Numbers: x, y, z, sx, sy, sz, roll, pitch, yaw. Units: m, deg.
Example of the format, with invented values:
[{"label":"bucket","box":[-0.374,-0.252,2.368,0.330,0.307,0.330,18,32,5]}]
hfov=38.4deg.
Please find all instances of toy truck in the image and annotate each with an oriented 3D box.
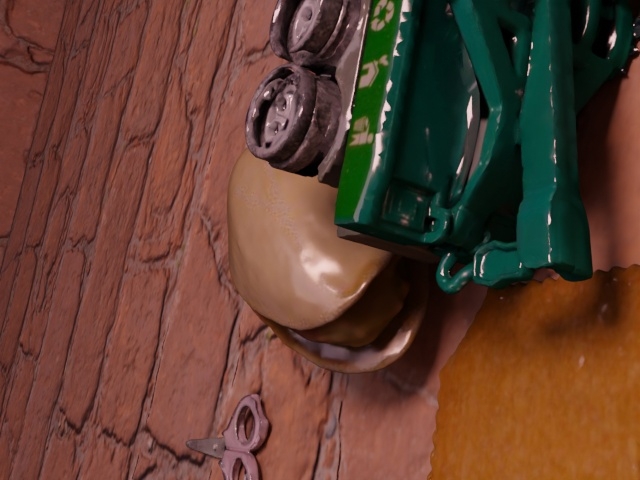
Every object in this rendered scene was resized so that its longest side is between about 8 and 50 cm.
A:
[{"label":"toy truck","box":[0.091,-0.146,0.531,0.178,0.177,0.363,-6,71,52]}]

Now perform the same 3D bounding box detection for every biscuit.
[{"label":"biscuit","box":[0.124,0.130,0.478,0.232,0.013,0.236,-16,62,60]}]

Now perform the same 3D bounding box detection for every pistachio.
[{"label":"pistachio","box":[0.000,0.000,0.649,0.143,0.144,0.215,-61,29,26]}]

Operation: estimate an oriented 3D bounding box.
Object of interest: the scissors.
[{"label":"scissors","box":[-0.094,0.195,0.864,0.189,0.015,0.100,-17,64,61]}]
